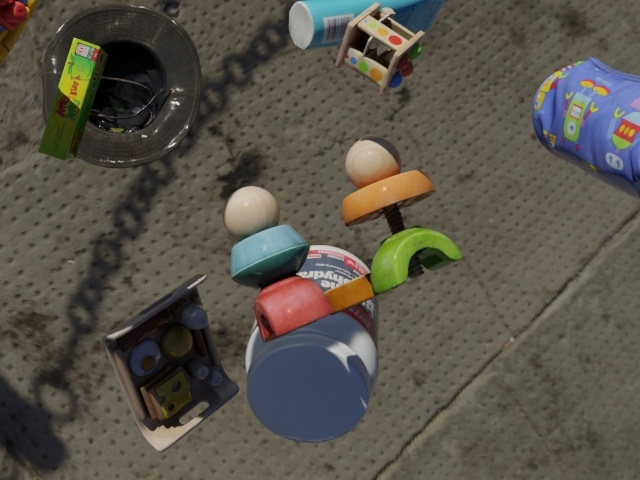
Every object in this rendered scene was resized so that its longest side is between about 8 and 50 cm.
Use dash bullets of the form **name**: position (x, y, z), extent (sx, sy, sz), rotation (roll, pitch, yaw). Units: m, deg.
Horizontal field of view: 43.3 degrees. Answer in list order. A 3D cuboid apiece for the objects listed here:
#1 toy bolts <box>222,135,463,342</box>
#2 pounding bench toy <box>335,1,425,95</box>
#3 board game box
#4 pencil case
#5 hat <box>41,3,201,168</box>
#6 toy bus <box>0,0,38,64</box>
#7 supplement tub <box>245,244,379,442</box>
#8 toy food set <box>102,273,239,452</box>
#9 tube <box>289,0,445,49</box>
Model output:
- **toy bolts**: position (0.000, 0.000, 0.877), extent (0.228, 0.218, 0.159), rotation (-20, 84, -23)
- **pounding bench toy**: position (0.068, -0.189, 0.778), extent (0.065, 0.052, 0.083), rotation (35, 51, 11)
- **board game box**: position (-0.387, -0.219, 1.267), extent (0.043, 0.092, 0.181), rotation (18, 94, -8)
- **pencil case**: position (0.328, -0.114, 0.833), extent (0.119, 0.306, 0.133), rotation (2, 108, -9)
- **hat**: position (-0.376, -0.285, 1.568), extent (0.331, 0.134, 0.332), rotation (1, 79, -3)
- **toy bus**: position (-0.473, -0.322, 1.020), extent (0.220, 0.211, 0.150), rotation (45, 59, -45)
- **supplement tub**: position (-0.008, 0.145, 1.198), extent (0.191, 0.272, 0.191), rotation (2, 118, 3)
- **toy food set**: position (-0.274, 0.240, 1.568), extent (0.219, 0.092, 0.306), rotation (-36, 129, -33)
- **tube**: position (0.064, -0.259, 0.938), extent (0.207, 0.080, 0.052), rotation (-15, 69, -30)
